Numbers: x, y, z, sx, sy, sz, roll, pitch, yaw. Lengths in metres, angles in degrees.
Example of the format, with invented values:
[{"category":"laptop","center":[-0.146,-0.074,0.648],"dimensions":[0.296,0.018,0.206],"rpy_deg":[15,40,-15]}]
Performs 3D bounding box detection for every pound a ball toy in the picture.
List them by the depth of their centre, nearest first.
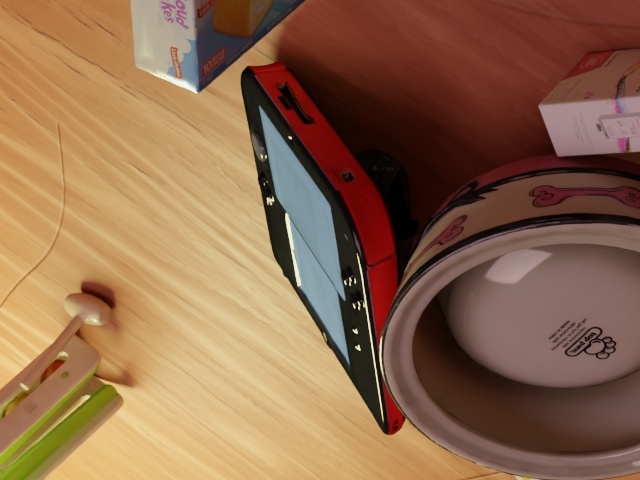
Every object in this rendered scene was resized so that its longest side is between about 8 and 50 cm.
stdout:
[{"category":"pound a ball toy","center":[-0.452,0.236,2.549],"dimensions":[0.135,0.319,0.208],"rpy_deg":[28,151,36]}]

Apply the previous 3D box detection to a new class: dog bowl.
[{"category":"dog bowl","center":[0.269,0.077,1.761],"dimensions":[0.408,0.150,0.408],"rpy_deg":[2,133,3]}]

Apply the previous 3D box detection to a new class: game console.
[{"category":"game console","center":[0.000,0.000,1.956],"dimensions":[0.386,0.060,0.342],"rpy_deg":[-123,22,-48]}]

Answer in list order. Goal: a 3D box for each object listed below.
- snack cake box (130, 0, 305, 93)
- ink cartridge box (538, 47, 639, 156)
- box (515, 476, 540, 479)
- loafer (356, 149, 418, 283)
[{"category":"snack cake box","center":[-0.093,-0.297,1.762],"dimensions":[0.089,0.264,0.152],"rpy_deg":[25,137,22]},{"category":"ink cartridge box","center":[0.336,-0.144,1.643],"dimensions":[0.198,0.115,0.067],"rpy_deg":[-1,123,41]},{"category":"box","center":[0.229,0.195,2.078],"dimensions":[0.244,0.060,0.100],"rpy_deg":[51,140,-8]},{"category":"loafer","center":[0.082,-0.007,2.016],"dimensions":[0.078,0.076,0.223],"rpy_deg":[20,132,38]}]
